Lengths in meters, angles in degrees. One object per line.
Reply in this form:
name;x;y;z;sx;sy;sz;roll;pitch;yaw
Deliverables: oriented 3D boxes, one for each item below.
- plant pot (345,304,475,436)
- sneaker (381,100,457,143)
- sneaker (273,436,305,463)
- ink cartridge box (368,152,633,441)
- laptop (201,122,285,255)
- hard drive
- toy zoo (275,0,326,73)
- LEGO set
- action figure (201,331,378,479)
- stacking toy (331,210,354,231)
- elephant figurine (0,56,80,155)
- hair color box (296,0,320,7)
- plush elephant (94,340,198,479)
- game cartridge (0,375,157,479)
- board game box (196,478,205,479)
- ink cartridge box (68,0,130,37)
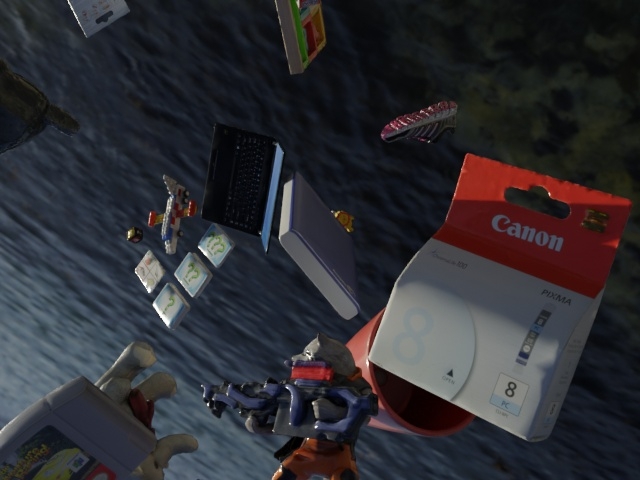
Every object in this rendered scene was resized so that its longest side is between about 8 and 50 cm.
plant pot;0.161;0.264;1.769;0.275;0.275;0.243;36;153;-10
sneaker;0.211;-0.227;1.825;0.063;0.170;0.075;-129;20;-62
sneaker;-0.021;0.447;1.940;0.051;0.170;0.089;29;148;48
ink cartridge box;0.274;0.073;1.381;0.308;0.385;0.091;23;-173;38
laptop;-0.176;-0.119;1.952;0.264;0.234;0.136;18;-165;25
hard drive;0.000;0.000;1.744;0.210;0.040;0.319;51;-165;-19
toy zoo;-0.037;-0.509;1.976;0.030;0.293;0.192;-4;115;16
LEGO set;-0.265;0.009;1.515;0.060;0.182;0.244;28;-167;-45
action figure;-0.027;0.306;1.379;0.341;0.330;0.178;7;175;40
stacking toy;0.035;0.029;2.258;0.052;0.221;0.167;0;-174;-15
elephant figurine;-0.479;-0.131;1.129;0.186;0.239;0.169;27;166;39
hair color box;-0.028;-0.477;1.526;0.141;0.043;0.072;92;161;-68
plush elephant;-0.380;0.414;1.796;0.255;0.330;0.272;41;156;21
game cartridge;-0.416;0.354;1.334;0.196;0.294;0.060;48;173;-29
board game box;-0.148;0.519;1.651;0.160;0.047;0.210;16;-178;-18
ink cartridge box;-0.566;-0.625;2.219;0.145;0.045;0.179;-25;95;18
